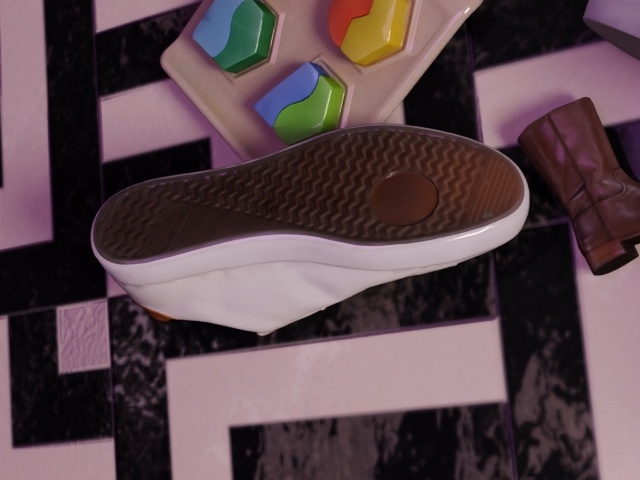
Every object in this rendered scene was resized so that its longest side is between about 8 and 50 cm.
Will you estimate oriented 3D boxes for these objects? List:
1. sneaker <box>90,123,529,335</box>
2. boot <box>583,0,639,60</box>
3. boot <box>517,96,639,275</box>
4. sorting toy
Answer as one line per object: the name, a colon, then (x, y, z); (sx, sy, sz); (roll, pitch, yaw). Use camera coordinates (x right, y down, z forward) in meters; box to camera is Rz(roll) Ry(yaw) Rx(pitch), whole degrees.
sneaker: (0.000, 0.000, 0.823); (0.290, 0.123, 0.106); (-6, 54, 12)
boot: (0.253, -0.132, 0.637); (0.123, 0.095, 0.258); (-58, 37, 8)
boot: (0.185, -0.051, 0.740); (0.106, 0.037, 0.114); (-32, 64, 22)
sorting toy: (-0.011, -0.155, 0.867); (0.208, 0.038, 0.193); (-49, 62, 17)
